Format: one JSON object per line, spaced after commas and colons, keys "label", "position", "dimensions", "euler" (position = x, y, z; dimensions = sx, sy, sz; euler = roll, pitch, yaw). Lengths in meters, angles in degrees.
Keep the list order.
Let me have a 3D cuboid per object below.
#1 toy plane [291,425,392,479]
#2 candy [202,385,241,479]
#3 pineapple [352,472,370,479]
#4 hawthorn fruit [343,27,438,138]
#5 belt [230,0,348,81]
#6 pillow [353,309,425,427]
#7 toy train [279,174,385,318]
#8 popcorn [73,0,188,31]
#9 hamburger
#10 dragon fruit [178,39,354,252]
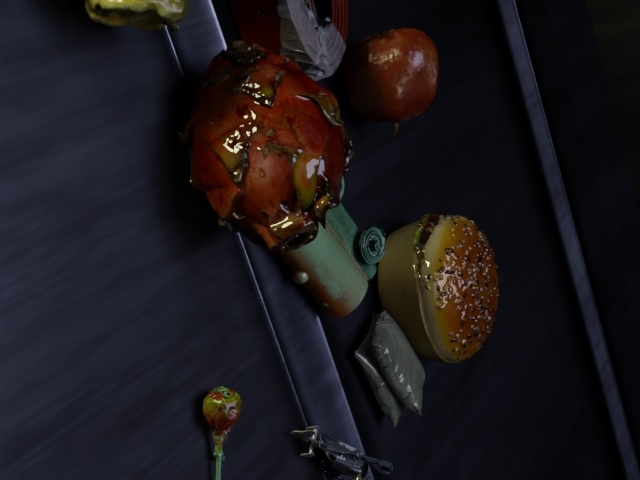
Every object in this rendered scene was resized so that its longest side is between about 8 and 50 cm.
{"label": "toy plane", "position": [0.025, 0.346, 1.939], "dimensions": [0.197, 0.078, 0.053], "euler": [33, 56, -33]}
{"label": "candy", "position": [-0.145, 0.310, 1.701], "dimensions": [0.060, 0.060, 0.201], "euler": [7, 86, -58]}
{"label": "pineapple", "position": [-0.012, 0.432, 1.798], "dimensions": [0.340, 0.169, 0.169], "euler": [-13, 94, -66]}
{"label": "hawthorn fruit", "position": [0.133, -0.287, 2.184], "dimensions": [0.179, 0.179, 0.200], "euler": [-23, 106, -58]}
{"label": "belt", "position": [-0.048, -0.415, 1.969], "dimensions": [0.227, 0.115, 0.324], "euler": [-16, 97, -58]}
{"label": "pillow", "position": [0.127, 0.224, 2.139], "dimensions": [0.181, 0.077, 0.134], "euler": [60, 30, -23]}
{"label": "toy train", "position": [0.000, 0.000, 1.962], "dimensions": [0.285, 0.116, 0.177], "euler": [55, 52, -38]}
{"label": "popcorn", "position": [-0.252, -0.370, 1.565], "dimensions": [0.218, 0.169, 0.189], "euler": [-3, 92, -78]}
{"label": "hamburger", "position": [0.233, 0.086, 2.250], "dimensions": [0.300, 0.176, 0.300], "euler": [25, 60, -56]}
{"label": "dragon fruit", "position": [-0.073, -0.133, 1.738], "dimensions": [0.315, 0.250, 0.250], "euler": [47, 20, 25]}
